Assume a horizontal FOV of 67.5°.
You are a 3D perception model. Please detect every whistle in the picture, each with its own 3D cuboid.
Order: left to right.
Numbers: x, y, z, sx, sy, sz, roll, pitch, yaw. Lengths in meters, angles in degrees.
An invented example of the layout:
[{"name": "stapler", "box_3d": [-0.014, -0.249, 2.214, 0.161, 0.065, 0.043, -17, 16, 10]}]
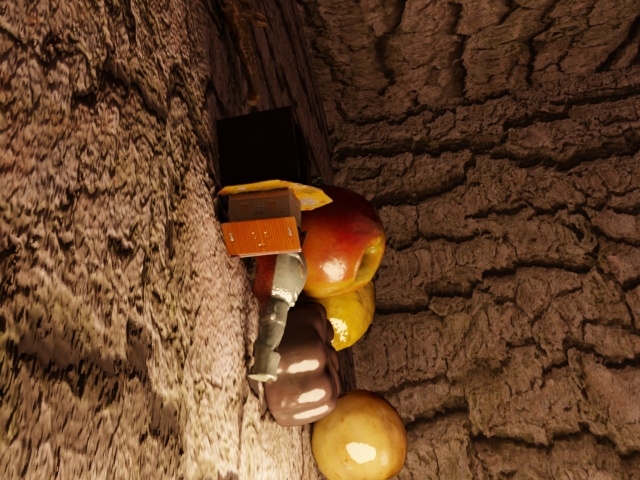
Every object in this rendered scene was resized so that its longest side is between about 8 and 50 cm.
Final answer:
[{"name": "whistle", "box_3d": [-0.105, 0.130, 1.057, 0.142, 0.134, 0.346, -37, -141, 51]}]

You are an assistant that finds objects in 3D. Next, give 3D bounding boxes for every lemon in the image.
[{"name": "lemon", "box_3d": [0.039, 0.193, 1.504, 0.316, 0.285, 0.285, -44, 141, -25]}]

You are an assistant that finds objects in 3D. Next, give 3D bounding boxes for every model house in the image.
[{"name": "model house", "box_3d": [-0.088, -0.029, 0.996, 0.207, 0.220, 0.135, 55, 33, -73]}]

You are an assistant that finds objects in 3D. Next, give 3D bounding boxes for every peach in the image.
[{"name": "peach", "box_3d": [0.000, 0.000, 1.272, 0.308, 0.332, 0.307, -20, 117, -46]}]

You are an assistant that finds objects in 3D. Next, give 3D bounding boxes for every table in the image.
[{"name": "table", "box_3d": [-0.118, -0.176, 1.091, 0.193, 0.169, 0.172, 53, 29, -74]}]

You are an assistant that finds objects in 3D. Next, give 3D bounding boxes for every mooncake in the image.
[{"name": "mooncake", "box_3d": [-0.044, 0.296, 1.191, 0.306, 0.154, 0.305, -11, 90, -84]}]

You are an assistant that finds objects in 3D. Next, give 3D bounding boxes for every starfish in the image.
[{"name": "starfish", "box_3d": [-0.209, -0.610, 1.234, 0.323, 0.083, 0.432, -89, 168, -46]}]

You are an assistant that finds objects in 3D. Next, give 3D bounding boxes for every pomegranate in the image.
[{"name": "pomegranate", "box_3d": [0.125, 0.631, 1.489, 0.319, 0.319, 0.319, -9, 90, -83]}]

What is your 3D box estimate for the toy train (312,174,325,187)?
[{"name": "toy train", "box_3d": [-0.010, -0.147, 2.134, 0.194, 0.120, 0.298, -100, 179, -70]}]
